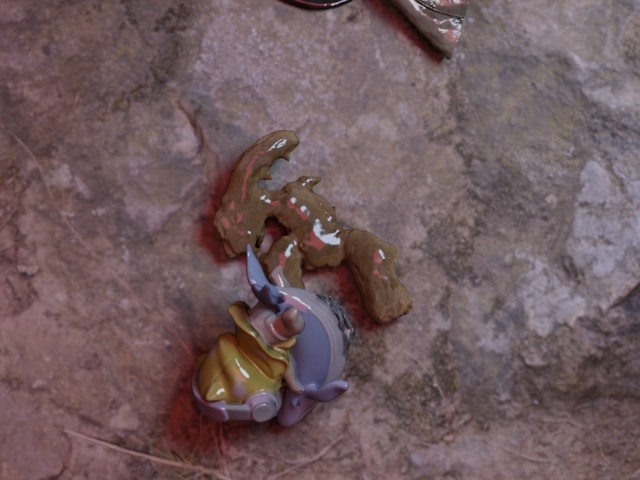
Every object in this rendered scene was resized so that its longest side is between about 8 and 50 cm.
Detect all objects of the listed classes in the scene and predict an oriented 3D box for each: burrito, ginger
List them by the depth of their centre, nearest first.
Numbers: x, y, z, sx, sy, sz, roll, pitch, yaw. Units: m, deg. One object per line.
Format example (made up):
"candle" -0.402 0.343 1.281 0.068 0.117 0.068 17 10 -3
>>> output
"ginger" -0.013 0.009 1.144 0.149 0.065 0.258 -42 91 2
"burrito" 0.096 -0.319 1.198 0.226 0.060 0.087 41 77 -4

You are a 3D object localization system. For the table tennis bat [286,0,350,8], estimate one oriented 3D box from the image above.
"table tennis bat" 0.013 -0.424 1.240 0.173 0.022 0.301 18 79 -3

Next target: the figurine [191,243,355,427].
"figurine" -0.054 0.114 1.076 0.184 0.128 0.208 -18 118 -8
